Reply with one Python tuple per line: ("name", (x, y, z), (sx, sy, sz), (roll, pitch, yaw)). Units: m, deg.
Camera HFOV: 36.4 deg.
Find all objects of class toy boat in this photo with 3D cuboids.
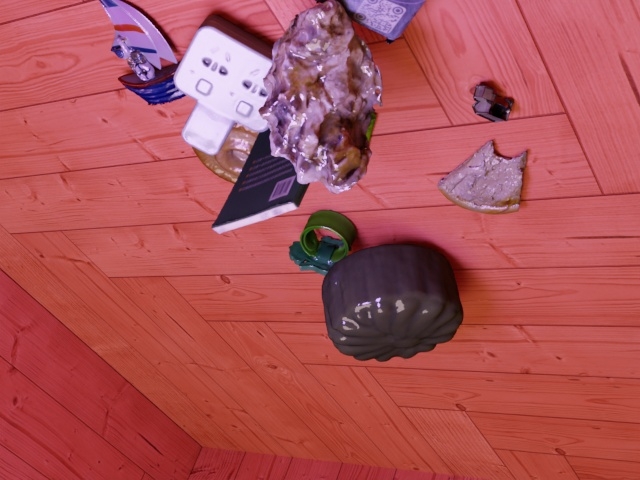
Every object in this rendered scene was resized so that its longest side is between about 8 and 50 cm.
("toy boat", (-0.382, -0.432, 2.152), (0.219, 0.072, 0.318), (15, 138, 18))

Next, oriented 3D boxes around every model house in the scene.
("model house", (0.333, -0.272, 1.937), (0.083, 0.057, 0.058), (17, -179, -27))

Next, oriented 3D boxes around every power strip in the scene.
("power strip", (-0.197, -0.326, 2.092), (0.229, 0.141, 0.261), (28, 120, -10))

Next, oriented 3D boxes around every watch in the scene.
("watch", (0.000, 0.000, 2.491), (0.165, 0.131, 0.152), (17, 138, 12))

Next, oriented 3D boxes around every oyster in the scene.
("oyster", (-0.004, -0.269, 1.787), (0.238, 0.115, 0.351), (14, 115, 11))

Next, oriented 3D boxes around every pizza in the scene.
("pizza", (0.376, -0.129, 2.133), (0.181, 0.034, 0.262), (27, 148, -5))

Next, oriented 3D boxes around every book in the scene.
("book", (-0.070, -0.183, 2.014), (0.260, 0.371, 0.043), (-15, 132, 46))

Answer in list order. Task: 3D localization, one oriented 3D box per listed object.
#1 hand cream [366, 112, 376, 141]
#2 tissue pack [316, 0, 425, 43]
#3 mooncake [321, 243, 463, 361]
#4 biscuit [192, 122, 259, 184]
("hand cream", (0.101, -0.241, 2.152), (0.036, 0.023, 0.122), (19, 152, 0))
("tissue pack", (0.106, -0.518, 1.645), (0.259, 0.122, 0.361), (26, 146, -9))
("mooncake", (0.182, 0.171, 2.465), (0.356, 0.194, 0.356), (-3, 146, -2))
("biscuit", (-0.210, -0.226, 2.308), (0.213, 0.091, 0.274), (16, 150, 7))
